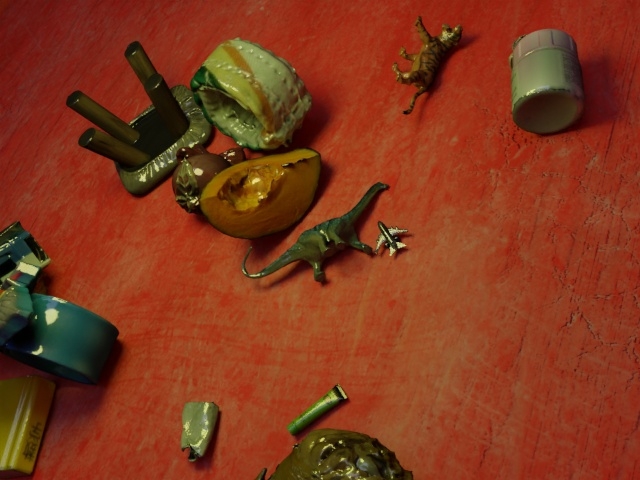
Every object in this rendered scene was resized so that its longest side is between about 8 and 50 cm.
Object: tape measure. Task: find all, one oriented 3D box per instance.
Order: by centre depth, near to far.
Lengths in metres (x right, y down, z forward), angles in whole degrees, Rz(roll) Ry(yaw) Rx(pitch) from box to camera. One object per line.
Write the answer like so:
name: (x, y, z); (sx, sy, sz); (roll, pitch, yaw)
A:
tape measure: (-0.857, 0.088, 1.635); (0.259, 0.138, 0.262); (-13, 32, 53)

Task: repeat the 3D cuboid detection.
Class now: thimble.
thimble: (-0.163, -0.339, 1.492); (0.288, 0.254, 0.167); (30, 72, 27)

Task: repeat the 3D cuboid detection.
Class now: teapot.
teapot: (0.423, -0.384, 1.303); (0.067, 0.083, 0.057); (-32, 54, 5)

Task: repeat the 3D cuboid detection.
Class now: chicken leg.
chicken leg: (-0.044, 0.423, 1.009); (0.429, 0.153, 0.201); (-25, 58, 23)

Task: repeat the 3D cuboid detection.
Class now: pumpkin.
pumpkin: (-0.146, -0.098, 1.410); (0.312, 0.148, 0.169); (-22, 22, -27)

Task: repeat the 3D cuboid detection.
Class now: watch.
watch: (-0.577, 0.196, 1.350); (0.305, 0.274, 0.241); (-22, 43, 58)

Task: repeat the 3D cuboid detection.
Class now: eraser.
eraser: (-0.700, 0.425, 1.427); (0.158, 0.069, 0.226); (-11, 56, 22)

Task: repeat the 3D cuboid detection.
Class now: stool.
stool: (-0.494, -0.331, 1.703); (0.310, 0.226, 0.310); (-39, 49, 4)

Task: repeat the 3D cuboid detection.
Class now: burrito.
burrito: (-0.239, 0.368, 1.215); (0.074, 0.044, 0.118); (-10, 53, 21)

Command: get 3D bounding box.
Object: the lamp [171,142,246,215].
lamp: (-0.283, -0.143, 1.520); (0.215, 0.151, 0.223); (10, 24, 19)

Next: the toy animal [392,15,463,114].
toy animal: (0.226, -0.379, 1.418); (0.116, 0.114, 0.255); (23, 73, -7)

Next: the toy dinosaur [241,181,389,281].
toy dinosaur: (0.007, 0.004, 1.297); (0.363, 0.076, 0.147); (-32, 39, 1)

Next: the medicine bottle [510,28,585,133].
medicine bottle: (0.436, -0.308, 1.212); (0.135, 0.135, 0.168); (-8, 57, 25)

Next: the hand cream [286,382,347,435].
hand cream: (-0.007, 0.309, 1.136); (0.122, 0.023, 0.036); (-37, 45, -1)

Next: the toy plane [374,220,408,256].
toy plane: (0.136, -0.008, 1.255); (0.078, 0.031, 0.083); (-34, 50, 6)

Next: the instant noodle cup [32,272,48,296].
instant noodle cup: (-0.770, 0.203, 1.569); (0.274, 0.090, 0.274); (-32, 22, 15)
